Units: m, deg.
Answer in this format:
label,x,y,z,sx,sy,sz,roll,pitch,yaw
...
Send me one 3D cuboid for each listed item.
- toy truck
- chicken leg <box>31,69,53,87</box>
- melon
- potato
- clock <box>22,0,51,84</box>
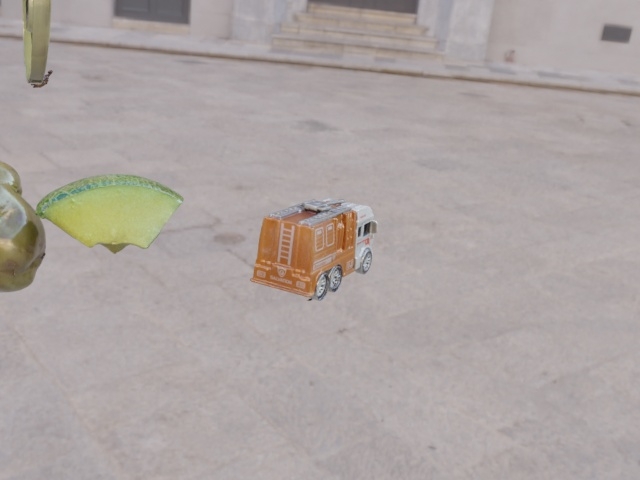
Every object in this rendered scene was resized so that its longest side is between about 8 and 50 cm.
label,x,y,z,sx,sy,sz,roll,pitch,yaw
toy truck,0.000,0.000,1.769,0.173,0.206,0.387,14,17,24
chicken leg,-0.876,-0.506,2.268,0.021,0.036,0.083,28,53,26
melon,-0.520,-0.058,1.764,0.331,0.226,0.343,-16,16,-23
potato,-0.808,-0.041,1.799,0.202,0.351,0.218,-15,-10,-35
clock,-0.457,-0.368,1.146,0.029,0.235,0.235,0,21,-27
